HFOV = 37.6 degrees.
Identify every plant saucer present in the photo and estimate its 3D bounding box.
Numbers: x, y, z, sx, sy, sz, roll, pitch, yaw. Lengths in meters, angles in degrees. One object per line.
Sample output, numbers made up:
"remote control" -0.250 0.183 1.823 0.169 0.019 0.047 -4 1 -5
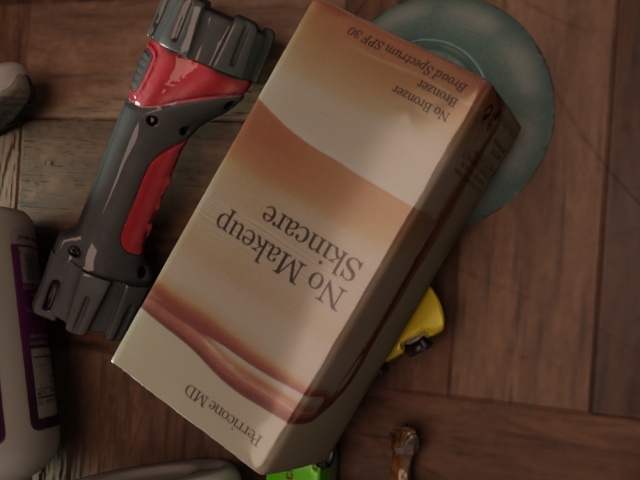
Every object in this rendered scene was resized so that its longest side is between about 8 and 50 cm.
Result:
"plant saucer" 0.086 -0.105 0.752 0.195 0.037 0.195 -1 88 21

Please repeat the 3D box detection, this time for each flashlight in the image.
"flashlight" -0.141 -0.060 0.817 0.103 0.103 0.304 27 103 17

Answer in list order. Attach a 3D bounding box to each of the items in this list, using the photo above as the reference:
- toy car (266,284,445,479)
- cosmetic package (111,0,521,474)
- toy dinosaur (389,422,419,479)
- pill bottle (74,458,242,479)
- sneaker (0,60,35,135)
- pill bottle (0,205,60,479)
"toy car" -0.013 0.131 0.777 0.239 0.053 0.225 4 90 23
"cosmetic package" 0.000 0.000 0.679 0.153 0.129 0.296 30 95 22
"toy dinosaur" 0.048 0.252 0.756 0.112 0.064 0.211 34 98 46
"pill bottle" -0.127 0.332 0.760 0.160 0.160 0.283 -9 85 22
"sneaker" -0.411 -0.149 0.911 0.297 0.111 0.129 -4 92 21
"pill bottle" -0.327 0.129 0.842 0.169 0.169 0.301 -10 84 22
